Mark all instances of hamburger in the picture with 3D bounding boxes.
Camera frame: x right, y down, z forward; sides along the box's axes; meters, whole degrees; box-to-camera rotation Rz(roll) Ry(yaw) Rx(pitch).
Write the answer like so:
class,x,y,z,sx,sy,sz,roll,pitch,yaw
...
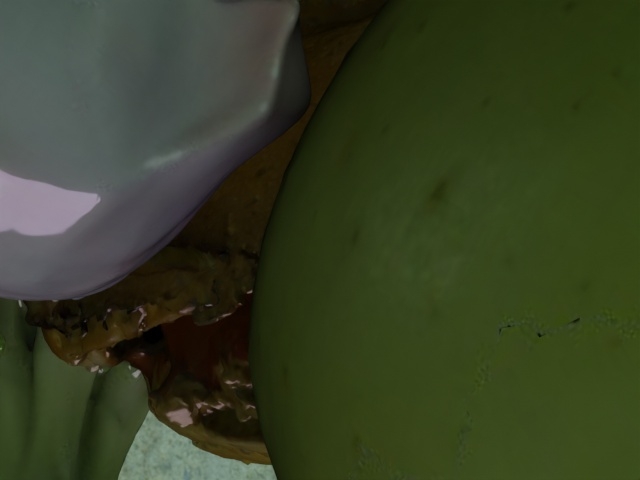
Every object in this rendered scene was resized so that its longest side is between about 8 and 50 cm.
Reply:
class,x,y,z,sx,sy,sz,roll,pitch,yaw
hamburger,0.000,0.000,0.710,0.244,0.244,0.163,-7,129,43

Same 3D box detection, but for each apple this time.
class,x,y,z,sx,sy,sz,roll,pitch,yaw
apple,0.159,0.025,0.442,0.357,0.357,0.357,1,172,0

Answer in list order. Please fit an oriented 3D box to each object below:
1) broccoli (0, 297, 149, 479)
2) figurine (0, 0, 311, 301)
class,x,y,z,sx,sy,sz,roll,pitch,yaw
broccoli,-0.183,0.070,0.980,0.348,0.280,0.293,3,159,-6
figurine,-0.139,-0.076,0.437,0.276,0.200,0.133,25,128,-15
